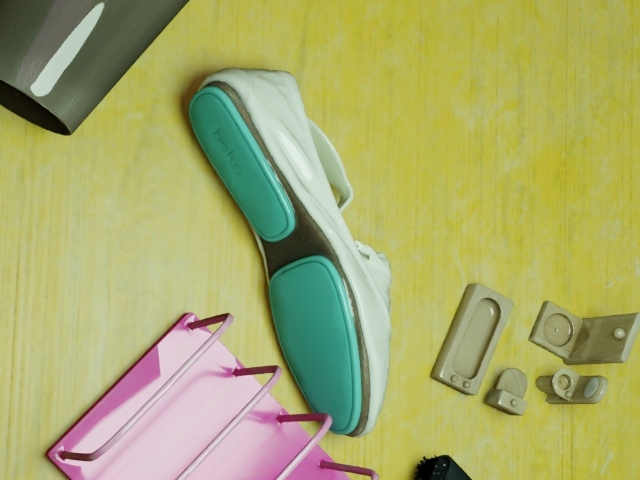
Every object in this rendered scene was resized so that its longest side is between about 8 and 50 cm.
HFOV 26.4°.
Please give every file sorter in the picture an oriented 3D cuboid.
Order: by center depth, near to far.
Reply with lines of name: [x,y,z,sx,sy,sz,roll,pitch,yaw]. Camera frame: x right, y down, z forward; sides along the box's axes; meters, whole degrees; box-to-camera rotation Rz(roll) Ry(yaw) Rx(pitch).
file sorter: [-0.077,0.237,1.307,0.290,0.182,0.202,48,71,-9]

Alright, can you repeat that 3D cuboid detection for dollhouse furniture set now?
dollhouse furniture set: [0.231,0.114,1.464,0.151,0.123,0.144,28,75,-15]

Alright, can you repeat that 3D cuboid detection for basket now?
basket: [-0.240,-0.230,1.320,0.204,0.154,0.226,33,78,-13]

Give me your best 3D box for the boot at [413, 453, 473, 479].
boot: [0.131,0.371,1.413,0.207,0.094,0.246,39,66,-16]

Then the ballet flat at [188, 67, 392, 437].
ballet flat: [0.000,0.000,1.401,0.139,0.139,0.400,-24,92,-21]
